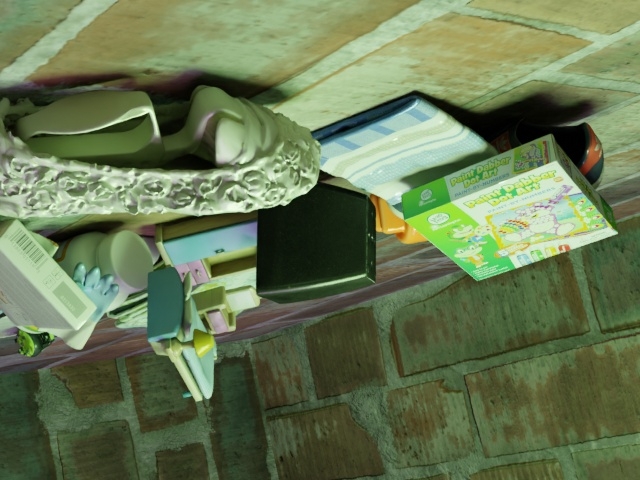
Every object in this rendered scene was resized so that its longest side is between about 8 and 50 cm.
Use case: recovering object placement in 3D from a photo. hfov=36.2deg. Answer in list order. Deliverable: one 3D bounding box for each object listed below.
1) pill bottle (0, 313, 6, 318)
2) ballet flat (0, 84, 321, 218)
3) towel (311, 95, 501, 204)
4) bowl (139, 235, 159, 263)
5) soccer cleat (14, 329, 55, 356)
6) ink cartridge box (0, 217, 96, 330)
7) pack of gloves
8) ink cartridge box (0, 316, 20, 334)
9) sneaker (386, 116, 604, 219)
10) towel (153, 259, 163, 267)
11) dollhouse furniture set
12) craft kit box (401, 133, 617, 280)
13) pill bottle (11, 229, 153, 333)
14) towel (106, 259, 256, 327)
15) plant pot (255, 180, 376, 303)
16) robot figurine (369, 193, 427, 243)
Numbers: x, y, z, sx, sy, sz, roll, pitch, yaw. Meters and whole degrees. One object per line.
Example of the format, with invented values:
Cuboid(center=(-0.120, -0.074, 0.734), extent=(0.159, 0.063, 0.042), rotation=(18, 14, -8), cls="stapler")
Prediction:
Cuboid(center=(-0.627, 0.114, 1.625), extent=(0.219, 0.123, 0.123), rotation=(-21, 179, -44), cls="pill bottle")
Cuboid(center=(-0.167, -0.100, 1.043), extent=(0.408, 0.147, 0.147), rotation=(-8, 169, -26), cls="ballet flat")
Cuboid(center=(0.118, -0.122, 1.407), extent=(0.209, 0.034, 0.285), rotation=(-19, 158, 29), cls="towel")
Cuboid(center=(-0.370, 0.035, 1.763), extent=(0.142, 0.053, 0.142), rotation=(-16, 169, 27), cls="bowl")
Cuboid(center=(-0.566, 0.197, 1.952), extent=(0.072, 0.060, 0.179), rotation=(-19, -179, -22), cls="soccer cleat")
Cuboid(center=(-0.456, 0.055, 1.470), extent=(0.224, 0.181, 0.056), rotation=(-2, -139, 52), cls="ink cartridge box")
Cuboid(center=(-0.433, 0.090, 1.529), extent=(0.195, 0.046, 0.232), rotation=(25, 136, -16), cls="pack of gloves")
Cuboid(center=(-0.614, 0.132, 1.931), extent=(0.308, 0.091, 0.385), rotation=(-8, 172, -23), cls="ink cartridge box")
Cuboid(center=(0.267, -0.121, 1.537), extent=(0.350, 0.131, 0.148), rotation=(-12, 155, 8), cls="sneaker")
Cuboid(center=(-0.356, 0.088, 2.128), extent=(0.336, 0.040, 0.243), rotation=(-16, 171, 19), cls="towel")
Cuboid(center=(-0.148, 0.134, 1.640), extent=(0.198, 0.303, 0.286), rotation=(-13, 134, 5), cls="dollhouse furniture set")
Cuboid(center=(0.292, -0.041, 1.503), extent=(0.250, 0.061, 0.246), rotation=(-22, 141, 28), cls="craft kit box")
Cuboid(center=(-0.403, 0.064, 1.629), extent=(0.245, 0.136, 0.136), rotation=(-18, 169, 28), cls="pill bottle")
Cuboid(center=(-0.206, 0.082, 1.976), extent=(0.320, 0.090, 0.374), rotation=(-30, 163, 29), cls="towel")
Cuboid(center=(0.000, 0.000, 1.537), extent=(0.167, 0.187, 0.188), rotation=(-1, 172, 10), cls="plant pot")
Cuboid(center=(0.198, -0.066, 1.703), extent=(0.219, 0.128, 0.158), rotation=(-9, 149, -13), cls="robot figurine")
